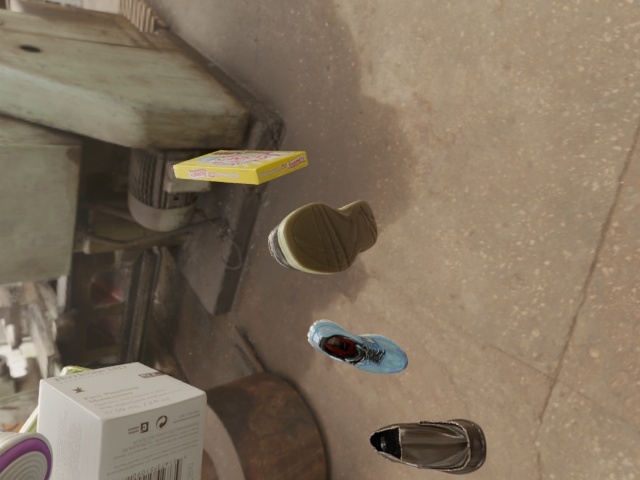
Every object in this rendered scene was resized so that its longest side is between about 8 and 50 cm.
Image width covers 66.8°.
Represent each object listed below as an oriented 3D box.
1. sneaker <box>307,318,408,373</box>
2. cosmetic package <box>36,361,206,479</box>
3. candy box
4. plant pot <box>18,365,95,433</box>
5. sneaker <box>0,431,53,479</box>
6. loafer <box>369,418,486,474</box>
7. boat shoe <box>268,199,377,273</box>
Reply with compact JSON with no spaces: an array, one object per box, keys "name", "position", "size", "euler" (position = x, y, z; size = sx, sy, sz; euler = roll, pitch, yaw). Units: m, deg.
[{"name":"sneaker","position":[0.060,0.175,0.743],"size":[0.073,0.162,0.063],"euler":[-141,69,-79]},{"name":"cosmetic package","position":[-0.274,0.270,0.661],"size":[0.184,0.151,0.151],"euler":[6,92,39]},{"name":"candy box","position":[-0.129,-0.118,0.761],"size":[0.206,0.105,0.027],"euler":[9,120,40]},{"name":"plant pot","position":[-0.534,0.485,1.103],"size":[0.367,0.367,0.352],"euler":[-21,50,51]},{"name":"sneaker","position":[-0.432,0.310,0.481],"size":[0.152,0.305,0.114],"euler":[0,110,25]},{"name":"loafer","position":[0.160,0.327,0.766],"size":[0.220,0.079,0.080],"euler":[-31,53,48]},{"name":"boat shoe","position":[0.000,-0.001,0.562],"size":[0.074,0.224,0.080],"euler":[-19,91,28]}]
